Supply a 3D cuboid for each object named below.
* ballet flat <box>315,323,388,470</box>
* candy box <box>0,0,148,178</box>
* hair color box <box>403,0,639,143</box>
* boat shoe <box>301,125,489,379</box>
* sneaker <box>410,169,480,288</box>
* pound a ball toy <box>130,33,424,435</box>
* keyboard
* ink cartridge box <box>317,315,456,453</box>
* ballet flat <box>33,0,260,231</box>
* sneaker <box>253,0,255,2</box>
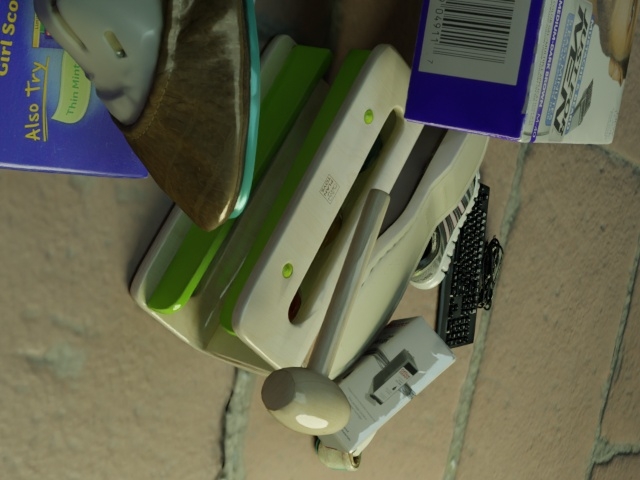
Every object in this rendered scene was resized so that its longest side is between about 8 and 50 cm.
[{"bbox_3d":[0.048,0.154,1.162,0.057,0.052,0.168,30,77,-52],"label":"ballet flat"},{"bbox_3d":[-0.230,-0.183,0.657,0.317,0.122,0.268,3,99,-53],"label":"candy box"},{"bbox_3d":[0.193,-0.183,1.013,0.339,0.110,0.185,-12,112,-65],"label":"hair color box"},{"bbox_3d":[0.049,-0.015,1.079,0.324,0.096,0.116,-57,157,-22],"label":"boat shoe"},{"bbox_3d":[0.112,-0.034,1.178,0.075,0.063,0.170,10,98,-58],"label":"sneaker"},{"bbox_3d":[0.000,0.000,0.930,0.136,0.208,0.319,47,64,-47],"label":"pound a ball toy"},{"bbox_3d":[0.177,0.029,1.301,0.100,0.038,0.192,-10,110,-50],"label":"keyboard"},{"bbox_3d":[0.050,0.134,1.086,0.135,0.099,0.056,-39,93,-15],"label":"ink cartridge box"},{"bbox_3d":[-0.098,-0.176,0.652,0.124,0.116,0.342,-1,101,-32],"label":"ballet flat"},{"bbox_3d":[-0.071,-0.194,0.900,0.083,0.071,0.191,-5,105,-57],"label":"sneaker"}]
